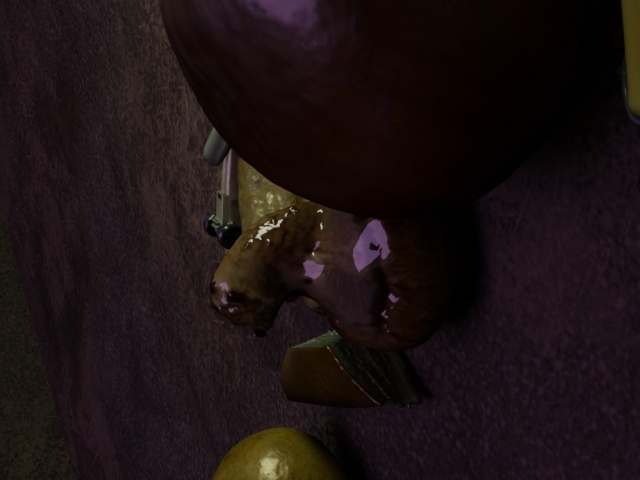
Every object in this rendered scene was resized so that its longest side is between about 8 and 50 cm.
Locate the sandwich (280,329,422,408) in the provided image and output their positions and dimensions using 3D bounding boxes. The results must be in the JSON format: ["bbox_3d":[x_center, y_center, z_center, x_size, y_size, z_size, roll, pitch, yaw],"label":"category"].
[{"bbox_3d":[0.028,0.160,1.375,0.258,0.094,0.096,-10,95,61],"label":"sandwich"}]

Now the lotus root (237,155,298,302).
[{"bbox_3d":[-0.054,-0.042,1.456,0.110,0.097,0.258,-10,76,20],"label":"lotus root"}]

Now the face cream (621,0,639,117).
[{"bbox_3d":[0.287,-0.171,0.650,0.218,0.218,0.179,11,109,60],"label":"face cream"}]

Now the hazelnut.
[{"bbox_3d":[0.036,-0.210,0.993,0.409,0.359,0.359,21,117,53],"label":"hazelnut"}]

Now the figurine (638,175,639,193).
[{"bbox_3d":[0.298,-0.050,0.861,0.060,0.047,0.106,40,145,-12],"label":"figurine"}]

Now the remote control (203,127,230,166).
[{"bbox_3d":[-0.084,-0.218,1.419,0.309,0.038,0.090,-58,8,41],"label":"remote control"}]

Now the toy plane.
[{"bbox_3d":[-0.118,-0.046,1.584,0.229,0.092,0.244,-144,47,-65],"label":"toy plane"}]

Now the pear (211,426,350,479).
[{"bbox_3d":[-0.054,0.351,1.482,0.209,0.209,0.209,29,124,56],"label":"pear"}]

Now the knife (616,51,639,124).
[{"bbox_3d":[0.258,-0.200,0.913,0.054,0.015,0.212,-168,70,-68],"label":"knife"}]

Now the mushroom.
[{"bbox_3d":[0.037,-0.003,1.212,0.267,0.254,0.267,8,104,33],"label":"mushroom"}]
